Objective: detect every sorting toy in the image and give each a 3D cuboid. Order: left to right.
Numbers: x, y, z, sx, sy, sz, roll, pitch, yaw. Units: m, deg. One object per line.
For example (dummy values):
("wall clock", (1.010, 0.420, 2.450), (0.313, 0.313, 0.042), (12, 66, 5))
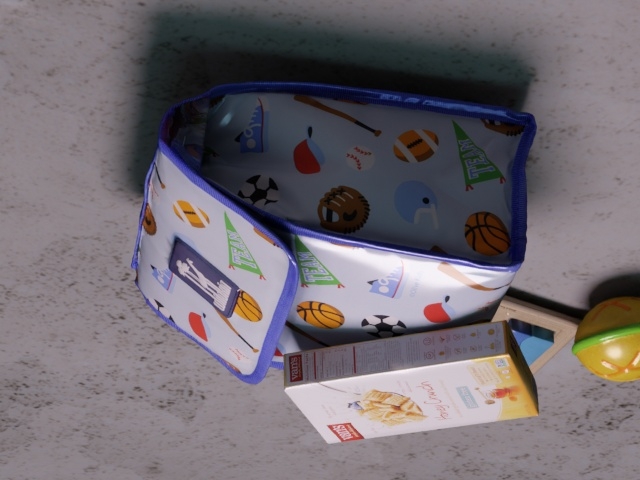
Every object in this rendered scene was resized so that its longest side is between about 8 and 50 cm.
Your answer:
("sorting toy", (0.143, 0.117, 2.421), (0.307, 0.041, 0.229), (18, 144, -20))

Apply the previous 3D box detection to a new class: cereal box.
("cereal box", (0.097, 0.153, 2.081), (0.240, 0.047, 0.173), (-10, 152, 13))

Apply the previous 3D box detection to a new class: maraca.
("maraca", (0.367, 0.119, 2.360), (0.127, 0.099, 0.186), (-13, 168, 18))

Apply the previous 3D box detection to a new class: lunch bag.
("lunch bag", (0.000, 0.000, 2.084), (0.385, 0.239, 0.328), (11, 149, -5))
